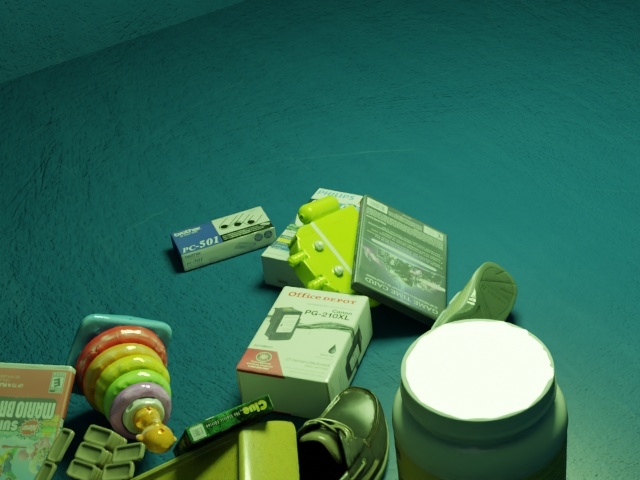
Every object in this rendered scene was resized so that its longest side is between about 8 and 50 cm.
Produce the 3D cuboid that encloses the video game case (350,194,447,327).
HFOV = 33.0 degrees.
[{"bbox_3d":[0.156,0.037,2.084,0.196,0.026,0.274,26,38,-13],"label":"video game case"}]

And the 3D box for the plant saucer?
[{"bbox_3d":[-0.188,0.417,1.554,0.332,0.081,0.333,-27,32,12],"label":"plant saucer"}]

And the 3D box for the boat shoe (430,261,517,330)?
[{"bbox_3d":[0.256,0.166,1.925,0.118,0.103,0.320,37,46,-5],"label":"boat shoe"}]

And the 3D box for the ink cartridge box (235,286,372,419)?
[{"bbox_3d":[-0.023,0.196,1.927,0.171,0.100,0.237,6,37,19],"label":"ink cartridge box"}]

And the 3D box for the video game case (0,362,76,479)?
[{"bbox_3d":[-0.529,0.339,1.779,0.204,0.025,0.285,1,64,13],"label":"video game case"}]

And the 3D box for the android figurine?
[{"bbox_3d":[0.049,0.025,2.102,0.272,0.056,0.248,-22,69,-42],"label":"android figurine"}]

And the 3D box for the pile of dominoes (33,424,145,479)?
[{"bbox_3d":[-0.376,0.410,1.663,0.195,0.040,0.251,6,62,39],"label":"pile of dominoes"}]

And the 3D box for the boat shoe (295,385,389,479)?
[{"bbox_3d":[0.021,0.343,1.677,0.132,0.130,0.355,5,37,17],"label":"boat shoe"}]

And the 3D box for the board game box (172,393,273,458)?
[{"bbox_3d":[-0.159,0.300,1.710,0.136,0.260,0.030,-19,77,-17],"label":"board game box"}]

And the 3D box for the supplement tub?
[{"bbox_3d":[0.225,0.302,1.520,0.240,0.331,0.241,-5,34,4],"label":"supplement tub"}]

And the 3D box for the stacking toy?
[{"bbox_3d":[-0.304,0.263,1.795,0.175,0.166,0.302,10,21,-31],"label":"stacking toy"}]

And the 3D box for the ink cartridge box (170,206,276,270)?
[{"bbox_3d":[-0.207,-0.005,2.303,0.207,0.046,0.097,-18,35,-14],"label":"ink cartridge box"}]

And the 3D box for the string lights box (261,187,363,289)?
[{"bbox_3d":[0.000,0.000,2.225,0.133,0.077,0.260,11,39,25],"label":"string lights box"}]
